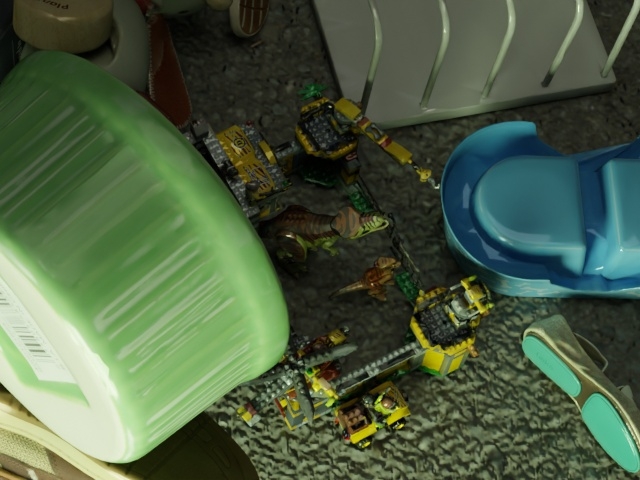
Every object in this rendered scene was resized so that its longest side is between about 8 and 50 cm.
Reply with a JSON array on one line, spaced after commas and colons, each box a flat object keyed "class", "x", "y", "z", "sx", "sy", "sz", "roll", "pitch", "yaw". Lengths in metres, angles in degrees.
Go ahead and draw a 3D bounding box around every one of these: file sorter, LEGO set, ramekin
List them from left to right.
[{"class": "ramekin", "x": -0.181, "y": 0.023, "z": 1.245, "sx": 0.303, "sy": 0.303, "sz": 0.148, "roll": 43, "pitch": 65, "yaw": 13}, {"class": "LEGO set", "x": 0.000, "y": 0.000, "z": 1.449, "sx": 0.255, "sy": 0.192, "sz": 0.331, "roll": -18, "pitch": 69, "yaw": -12}, {"class": "file sorter", "x": 0.148, "y": -0.246, "z": 1.605, "sx": 0.277, "sy": 0.173, "sz": 0.193, "roll": -10, "pitch": 66, "yaw": -12}]

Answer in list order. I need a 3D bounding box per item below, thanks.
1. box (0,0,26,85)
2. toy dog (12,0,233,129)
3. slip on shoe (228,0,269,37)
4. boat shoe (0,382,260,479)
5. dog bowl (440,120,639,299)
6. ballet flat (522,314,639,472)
[{"class": "box", "x": -0.324, "y": -0.327, "z": 1.563, "sx": 0.293, "sy": 0.212, "sz": 0.395, "roll": 28, "pitch": 63, "yaw": 6}, {"class": "toy dog", "x": -0.151, "y": -0.177, "z": 1.464, "sx": 0.161, "sy": 0.220, "sz": 0.334, "roll": 25, "pitch": 56, "yaw": 11}, {"class": "slip on shoe", "x": -0.081, "y": -0.262, "z": 1.659, "sx": 0.041, "sy": 0.051, "sz": 0.135, "roll": -11, "pitch": 68, "yaw": 32}, {"class": "boat shoe", "x": -0.216, "y": 0.177, "z": 1.389, "sx": 0.342, "sy": 0.123, "sz": 0.123, "roll": 21, "pitch": 33, "yaw": 7}, {"class": "dog bowl", "x": 0.255, "y": -0.021, "z": 1.563, "sx": 0.297, "sy": 0.074, "sz": 0.166, "roll": 1, "pitch": 64, "yaw": -6}, {"class": "ballet flat", "x": 0.252, "y": 0.133, "z": 1.499, "sx": 0.052, "sy": 0.057, "sz": 0.168, "roll": -29, "pitch": 71, "yaw": -29}]
